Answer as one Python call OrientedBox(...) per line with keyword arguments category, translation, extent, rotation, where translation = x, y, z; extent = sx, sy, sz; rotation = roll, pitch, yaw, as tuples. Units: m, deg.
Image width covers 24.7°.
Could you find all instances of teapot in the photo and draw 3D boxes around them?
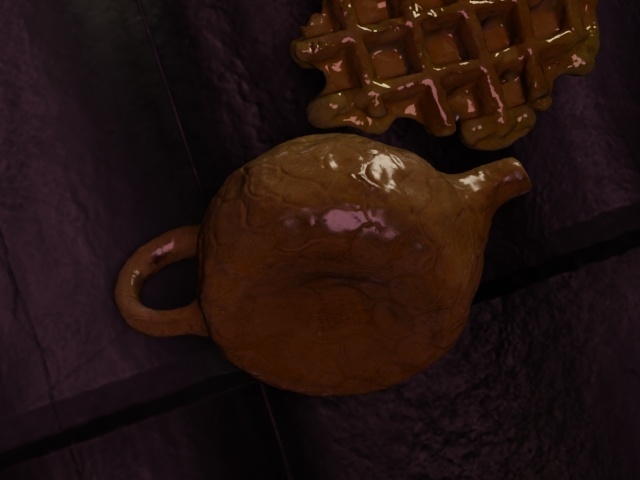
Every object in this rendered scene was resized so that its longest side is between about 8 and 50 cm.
OrientedBox(category="teapot", translation=(0.000, 0.000, 1.057), extent=(0.311, 0.167, 0.203), rotation=(-12, 134, 13))

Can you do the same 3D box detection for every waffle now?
OrientedBox(category="waffle", translation=(0.080, -0.214, 1.096), extent=(0.281, 0.058, 0.301), rotation=(10, 72, -10))
